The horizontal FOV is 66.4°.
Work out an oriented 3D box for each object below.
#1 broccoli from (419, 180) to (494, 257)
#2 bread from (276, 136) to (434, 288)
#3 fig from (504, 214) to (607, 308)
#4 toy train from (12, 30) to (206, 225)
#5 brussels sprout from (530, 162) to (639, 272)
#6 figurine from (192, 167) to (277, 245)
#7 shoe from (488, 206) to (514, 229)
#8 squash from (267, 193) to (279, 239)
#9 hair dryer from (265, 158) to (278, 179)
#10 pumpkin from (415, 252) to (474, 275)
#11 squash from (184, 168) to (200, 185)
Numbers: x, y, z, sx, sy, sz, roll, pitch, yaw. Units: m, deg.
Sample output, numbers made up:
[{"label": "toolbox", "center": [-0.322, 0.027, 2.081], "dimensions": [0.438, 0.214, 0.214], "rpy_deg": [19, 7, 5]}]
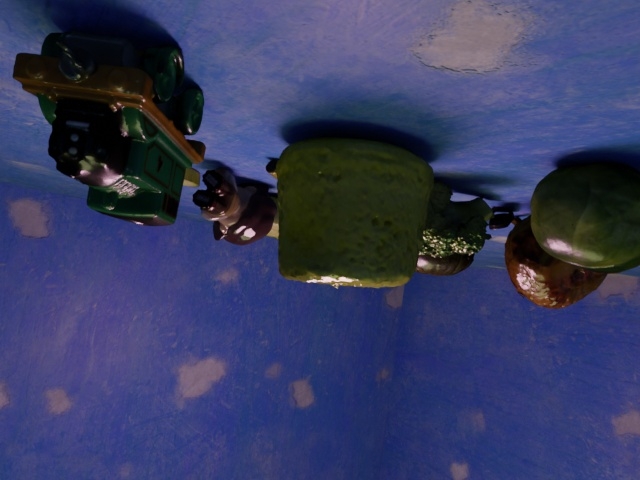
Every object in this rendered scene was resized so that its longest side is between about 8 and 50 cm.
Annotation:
[{"label": "broccoli", "center": [0.325, -0.069, 1.246], "dimensions": [0.302, 0.186, 0.254], "rpy_deg": [-11, -151, 4]}, {"label": "bread", "center": [0.064, -0.050, 1.047], "dimensions": [0.349, 0.307, 0.348], "rpy_deg": [6, 171, 1]}, {"label": "fig", "center": [0.627, 0.019, 1.399], "dimensions": [0.287, 0.286, 0.368], "rpy_deg": [9, -163, -11]}, {"label": "toy train", "center": [-0.307, -0.159, 0.772], "dimensions": [0.178, 0.249, 0.429], "rpy_deg": [9, 175, 0]}, {"label": "brussels sprout", "center": [0.551, -0.046, 0.959], "dimensions": [0.272, 0.210, 0.220], "rpy_deg": [-7, -170, -38]}, {"label": "figurine", "center": [-0.296, -0.109, 1.566], "dimensions": [0.206, 0.217, 0.365], "rpy_deg": [7, 169, 29]}, {"label": "shoe", "center": [0.526, -0.074, 1.435], "dimensions": [0.071, 0.049, 0.179], "rpy_deg": [-8, -170, 26]}, {"label": "squash", "center": [-0.160, -0.055, 1.822], "dimensions": [0.220, 0.133, 0.220], "rpy_deg": [30, 154, 16]}, {"label": "hair dryer", "center": [-0.082, -0.160, 1.388], "dimensions": [0.135, 0.090, 0.279], "rpy_deg": [8, 169, 26]}, {"label": "pumpkin", "center": [0.374, 0.011, 1.673], "dimensions": [0.321, 0.192, 0.320], "rpy_deg": [6, -172, -1]}, {"label": "squash", "center": [-0.516, -0.221, 1.575], "dimensions": [0.252, 0.048, 0.252], "rpy_deg": [9, 177, 0]}]
